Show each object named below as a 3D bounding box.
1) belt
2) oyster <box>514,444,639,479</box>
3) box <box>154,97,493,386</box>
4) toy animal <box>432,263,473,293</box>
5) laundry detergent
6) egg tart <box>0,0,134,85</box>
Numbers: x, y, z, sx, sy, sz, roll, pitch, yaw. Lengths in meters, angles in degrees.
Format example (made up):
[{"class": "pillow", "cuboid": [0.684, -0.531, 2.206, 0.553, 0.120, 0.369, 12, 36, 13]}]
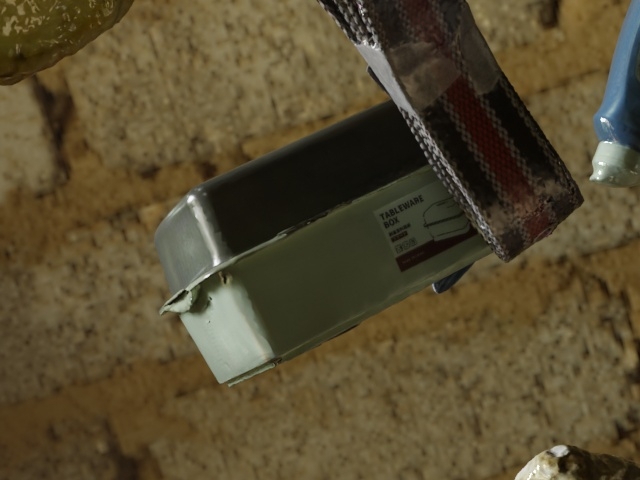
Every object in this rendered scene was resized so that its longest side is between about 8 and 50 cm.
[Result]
[{"class": "belt", "cuboid": [0.089, -0.137, 1.115, 0.094, 0.360, 0.126, -39, 27, -9]}, {"class": "oyster", "cuboid": [0.198, 0.137, 0.704, 0.199, 0.061, 0.106, -6, 31, -29]}, {"class": "box", "cuboid": [0.000, 0.000, 1.277, 0.290, 0.166, 0.220, -26, -4, -22]}, {"class": "toy animal", "cuboid": [0.143, -0.044, 1.939, 0.255, 0.176, 0.239, -10, 46, -41]}, {"class": "laundry detergent", "cuboid": [0.442, -0.197, 1.910, 0.143, 0.290, 0.094, 26, -7, -14]}, {"class": "egg tart", "cuboid": [-0.302, -0.267, 1.292, 0.294, 0.123, 0.294, -18, -30, -11]}]
